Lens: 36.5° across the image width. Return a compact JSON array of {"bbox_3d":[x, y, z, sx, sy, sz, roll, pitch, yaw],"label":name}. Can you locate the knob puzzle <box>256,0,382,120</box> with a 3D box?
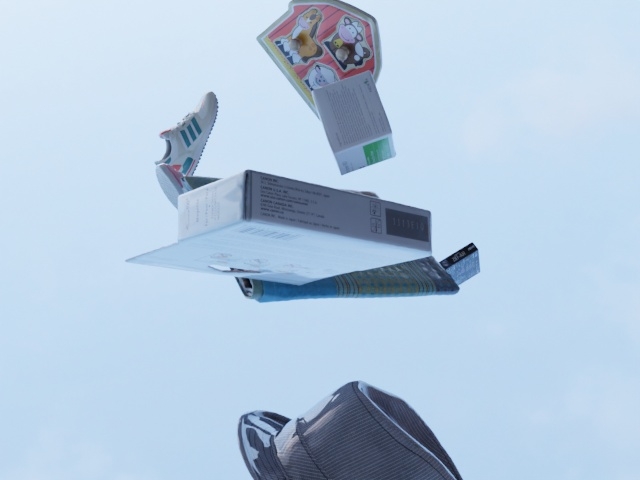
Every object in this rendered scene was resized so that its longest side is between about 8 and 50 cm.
[{"bbox_3d":[0.011,-0.285,1.476,0.213,0.213,0.030,29,-137,10],"label":"knob puzzle"}]

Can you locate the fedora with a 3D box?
[{"bbox_3d":[0.059,0.231,0.960,0.275,0.244,0.124,44,-83,-8],"label":"fedora"}]

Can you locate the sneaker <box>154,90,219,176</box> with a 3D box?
[{"bbox_3d":[-0.228,-0.184,1.633,0.075,0.057,0.161,21,-92,-20],"label":"sneaker"}]

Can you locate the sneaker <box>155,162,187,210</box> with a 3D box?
[{"bbox_3d":[-0.192,-0.074,1.494,0.070,0.051,0.134,-39,-90,-28],"label":"sneaker"}]

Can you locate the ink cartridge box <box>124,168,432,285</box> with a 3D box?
[{"bbox_3d":[-0.048,-0.005,1.120,0.275,0.239,0.060,10,-106,-40],"label":"ink cartridge box"}]

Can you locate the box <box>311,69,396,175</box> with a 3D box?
[{"bbox_3d":[0.047,-0.161,1.339,0.087,0.101,0.102,-18,-105,3],"label":"box"}]

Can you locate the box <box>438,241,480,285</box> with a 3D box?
[{"bbox_3d":[0.225,0.044,1.566,0.067,0.083,0.018,-31,-120,-5],"label":"box"}]

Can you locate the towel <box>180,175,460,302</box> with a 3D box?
[{"bbox_3d":[0.000,0.000,1.447,0.370,0.040,0.271,3,-144,-36],"label":"towel"}]
